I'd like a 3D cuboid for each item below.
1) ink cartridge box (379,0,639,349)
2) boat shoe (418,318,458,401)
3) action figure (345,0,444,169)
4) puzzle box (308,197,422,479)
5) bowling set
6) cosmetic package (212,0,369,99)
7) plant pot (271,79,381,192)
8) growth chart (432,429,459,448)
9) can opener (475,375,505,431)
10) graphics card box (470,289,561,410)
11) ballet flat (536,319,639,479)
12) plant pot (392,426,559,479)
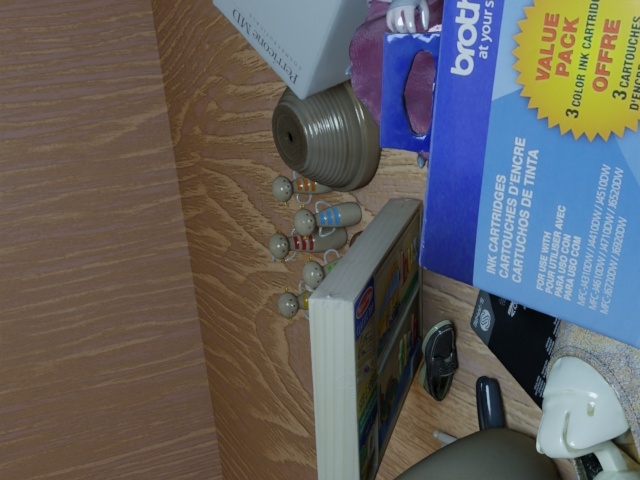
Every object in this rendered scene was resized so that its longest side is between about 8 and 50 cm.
[{"bbox_3d":[0.227,-0.077,0.502,0.395,0.151,0.270,22,123,37],"label":"ink cartridge box"},{"bbox_3d":[0.181,0.179,1.059,0.049,0.056,0.152,52,155,40],"label":"boat shoe"},{"bbox_3d":[0.193,-0.237,0.731,0.370,0.248,0.276,-48,20,50],"label":"action figure"},{"bbox_3d":[0.077,0.123,0.948,0.409,0.052,0.272,-47,-44,-64],"label":"puzzle box"},{"bbox_3d":[0.000,0.000,1.278,0.200,0.154,0.287,169,90,-68],"label":"bowling set"},{"bbox_3d":[0.021,-0.430,0.913,0.230,0.161,0.453,49,146,15],"label":"cosmetic package"},{"bbox_3d":[-0.009,-0.189,1.225,0.237,0.109,0.238,40,140,44],"label":"plant pot"},{"bbox_3d":[0.219,0.411,1.105,0.172,0.021,0.238,-172,73,-68],"label":"growth chart"},{"bbox_3d":[0.232,0.278,0.969,0.059,0.073,0.186,-177,87,-76],"label":"can opener"},{"bbox_3d":[0.298,0.108,0.679,0.371,0.094,0.233,-127,34,-47],"label":"graphics card box"},{"bbox_3d":[0.241,0.189,0.589,0.107,0.106,0.316,139,118,-66],"label":"ballet flat"},{"bbox_3d":[0.179,0.336,0.809,0.256,0.274,0.257,10,110,28],"label":"plant pot"}]
